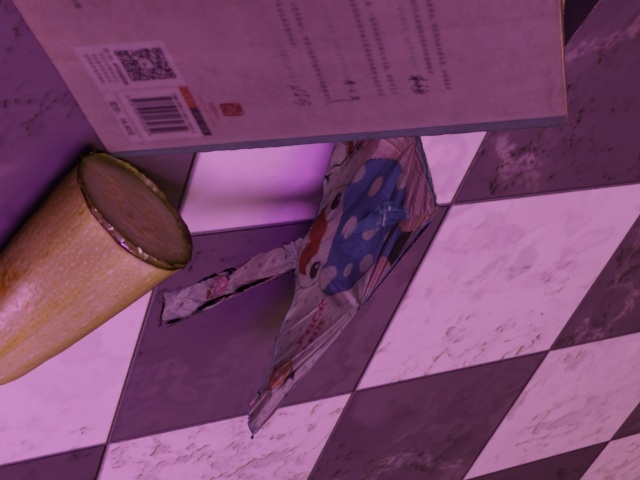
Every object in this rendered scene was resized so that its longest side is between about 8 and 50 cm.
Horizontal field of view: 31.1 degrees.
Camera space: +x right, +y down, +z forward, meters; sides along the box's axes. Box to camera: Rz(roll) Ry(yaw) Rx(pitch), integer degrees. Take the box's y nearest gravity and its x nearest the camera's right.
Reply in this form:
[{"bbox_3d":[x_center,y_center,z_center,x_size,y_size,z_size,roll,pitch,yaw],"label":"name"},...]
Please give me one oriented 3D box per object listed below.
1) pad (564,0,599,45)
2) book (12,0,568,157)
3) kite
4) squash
[{"bbox_3d":[0.170,-0.194,0.777,0.116,0.004,0.193,4,132,-40],"label":"pad"},{"bbox_3d":[-0.015,-0.116,0.605,0.282,0.025,0.215,-3,148,11],"label":"book"},{"bbox_3d":[0.000,0.000,0.812,0.314,0.011,0.335,-18,130,-50],"label":"kite"},{"bbox_3d":[-0.186,0.041,0.749,0.224,0.094,0.094,-39,146,25],"label":"squash"}]
